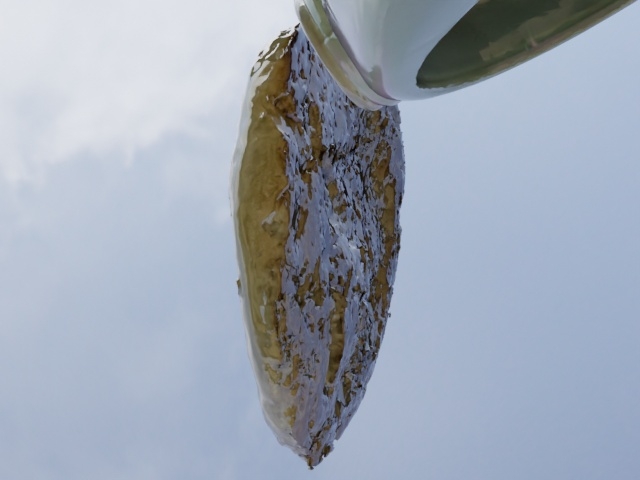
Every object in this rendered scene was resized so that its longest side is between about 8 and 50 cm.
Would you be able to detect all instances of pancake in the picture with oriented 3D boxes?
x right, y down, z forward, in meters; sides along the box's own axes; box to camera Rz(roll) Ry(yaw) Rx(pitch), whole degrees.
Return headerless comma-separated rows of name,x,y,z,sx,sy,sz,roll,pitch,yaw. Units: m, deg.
pancake,0.002,0.000,1.079,0.065,0.356,0.356,-1,-111,15

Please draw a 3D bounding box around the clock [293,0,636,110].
clock,0.100,-0.159,0.568,0.265,0.324,0.108,-30,-97,-10
